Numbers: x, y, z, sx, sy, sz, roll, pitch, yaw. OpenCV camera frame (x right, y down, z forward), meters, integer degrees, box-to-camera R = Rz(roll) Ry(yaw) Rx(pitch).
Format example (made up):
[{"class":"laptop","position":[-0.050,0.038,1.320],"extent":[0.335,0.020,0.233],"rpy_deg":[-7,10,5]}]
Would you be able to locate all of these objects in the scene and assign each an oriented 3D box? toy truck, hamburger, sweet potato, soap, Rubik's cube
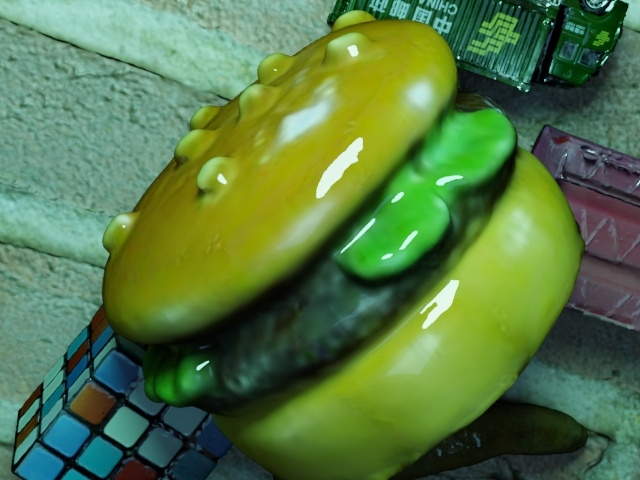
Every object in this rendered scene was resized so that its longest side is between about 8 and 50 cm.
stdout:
[{"class":"toy truck","position":[0.151,-0.218,1.228],"extent":[0.259,0.088,0.121],"rpy_deg":[17,100,-12]},{"class":"hamburger","position":[0.000,0.000,1.095],"extent":[0.396,0.396,0.277],"rpy_deg":[-42,108,2]},{"class":"sweet potato","position":[0.151,0.202,1.346],"extent":[0.273,0.075,0.075],"rpy_deg":[-6,105,-13]},{"class":"soap","position":[0.311,0.004,1.304],"extent":[0.250,0.099,0.162],"rpy_deg":[20,100,-13]},{"class":"Rubik's cube","position":[-0.182,0.169,1.233],"extent":[0.151,0.155,0.154],"rpy_deg":[36,96,-16]}]
